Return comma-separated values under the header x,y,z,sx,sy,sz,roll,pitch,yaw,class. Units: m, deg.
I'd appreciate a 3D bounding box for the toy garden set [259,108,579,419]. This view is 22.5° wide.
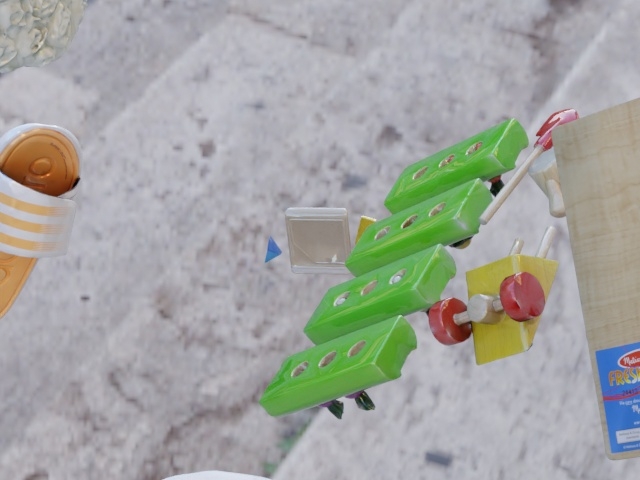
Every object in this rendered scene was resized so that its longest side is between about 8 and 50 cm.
x,y,z,sx,sy,sz,roll,pitch,yaw,class
0.092,0.012,1.019,0.049,0.204,0.244,49,47,-17,toy garden set

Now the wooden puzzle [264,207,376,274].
x,y,z,sx,sy,sz,roll,pitch,yaw,class
0.000,0.000,1.683,0.116,0.078,0.014,7,23,11,wooden puzzle

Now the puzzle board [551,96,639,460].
x,y,z,sx,sy,sz,roll,pitch,yaw,class
0.119,0.000,0.413,0.011,0.128,0.096,2,76,-44,puzzle board

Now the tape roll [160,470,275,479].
x,y,z,sx,sy,sz,roll,pitch,yaw,class
-0.035,0.252,0.728,0.100,0.286,0.286,23,28,-46,tape roll

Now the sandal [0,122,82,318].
x,y,z,sx,sy,sz,roll,pitch,yaw,class
-0.300,0.004,1.621,0.102,0.265,0.076,3,37,-34,sandal

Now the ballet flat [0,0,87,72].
x,y,z,sx,sy,sz,roll,pitch,yaw,class
-0.301,-0.214,1.049,0.409,0.147,0.147,12,36,-41,ballet flat
